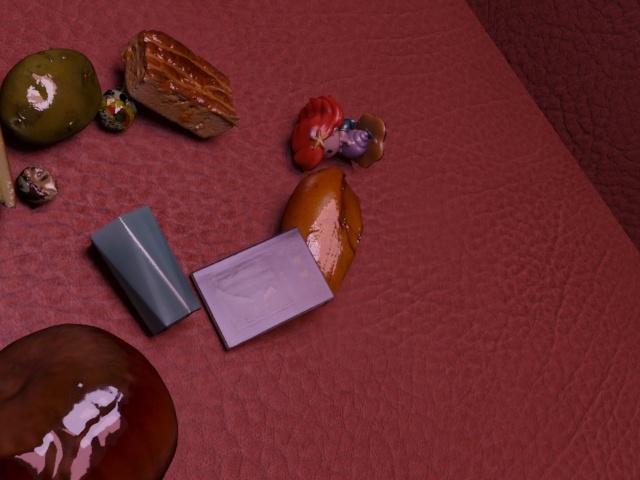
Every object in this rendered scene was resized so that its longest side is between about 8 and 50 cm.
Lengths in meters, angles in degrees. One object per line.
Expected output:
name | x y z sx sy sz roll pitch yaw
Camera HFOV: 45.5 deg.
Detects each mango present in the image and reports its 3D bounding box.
mango | 0.000 0.000 1.855 0.199 0.201 0.350 6 62 8

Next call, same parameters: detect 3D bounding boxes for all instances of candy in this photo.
candy | -0.453 -0.367 1.774 0.305 0.083 0.091 -87 155 -43

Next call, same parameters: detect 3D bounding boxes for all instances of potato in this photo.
potato | -0.544 -0.295 1.558 0.148 0.186 0.253 18 47 7

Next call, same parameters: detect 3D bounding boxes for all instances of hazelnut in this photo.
hazelnut | -0.402 0.332 1.163 0.359 0.359 0.409 41 52 -12

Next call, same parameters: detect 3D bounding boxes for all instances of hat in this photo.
hat | -0.564 -0.105 1.509 0.077 0.059 0.076 48 26 -13

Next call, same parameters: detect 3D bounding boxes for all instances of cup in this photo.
cup | -0.350 0.067 1.536 0.236 0.148 0.134 61 17 3

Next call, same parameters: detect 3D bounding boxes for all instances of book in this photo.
book | -0.126 0.102 1.689 0.269 0.025 0.191 -24 79 -18

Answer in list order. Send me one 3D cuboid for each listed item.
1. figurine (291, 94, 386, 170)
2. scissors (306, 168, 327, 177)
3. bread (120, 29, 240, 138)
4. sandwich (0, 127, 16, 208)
figurine | 0.027 -0.290 2.075 0.257 0.181 0.208 0 103 -39
scissors | 0.026 -0.087 2.005 0.027 0.101 0.204 -27 98 -33
bread | -0.327 -0.366 1.792 0.274 0.114 0.185 25 38 -44
sandwich | -0.647 -0.150 1.449 0.090 0.088 0.244 2 58 -50
